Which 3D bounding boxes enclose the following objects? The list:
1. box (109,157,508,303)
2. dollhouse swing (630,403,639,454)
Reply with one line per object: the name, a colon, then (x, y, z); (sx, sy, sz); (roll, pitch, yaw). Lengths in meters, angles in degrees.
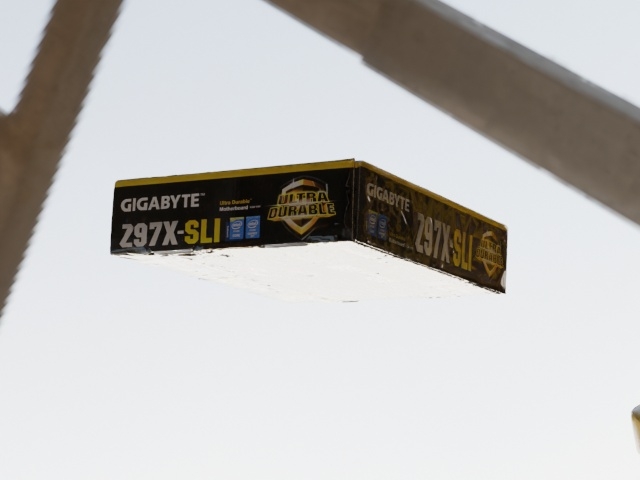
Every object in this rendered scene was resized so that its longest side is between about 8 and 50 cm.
box: (0.000, 0.000, 1.432); (0.322, 0.257, 0.079); (19, -108, -57)
dollhouse swing: (0.273, 0.251, 1.019); (0.315, 0.305, 0.347); (-16, -82, -33)
